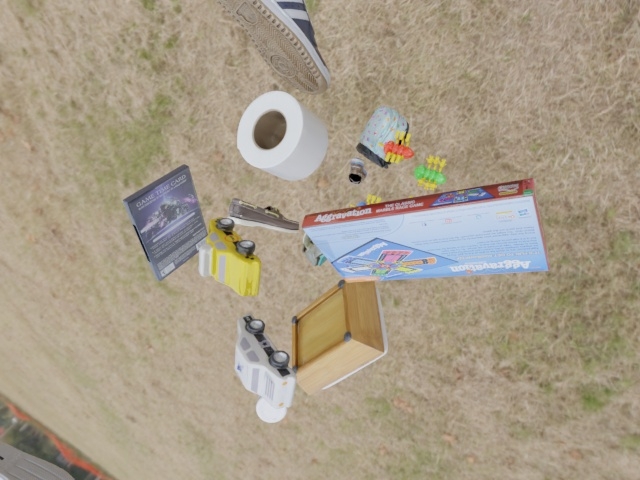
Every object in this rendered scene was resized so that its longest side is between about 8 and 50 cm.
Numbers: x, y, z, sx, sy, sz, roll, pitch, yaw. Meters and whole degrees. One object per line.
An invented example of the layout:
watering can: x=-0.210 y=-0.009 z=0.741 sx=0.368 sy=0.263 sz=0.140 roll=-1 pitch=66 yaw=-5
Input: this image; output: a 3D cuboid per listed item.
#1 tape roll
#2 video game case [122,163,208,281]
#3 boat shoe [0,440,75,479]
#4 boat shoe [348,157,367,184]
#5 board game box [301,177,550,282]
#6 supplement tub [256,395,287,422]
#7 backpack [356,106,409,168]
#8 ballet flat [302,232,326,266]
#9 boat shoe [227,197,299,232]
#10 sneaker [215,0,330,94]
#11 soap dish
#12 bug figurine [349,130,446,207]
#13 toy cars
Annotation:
tape roll: x=-0.119 y=-0.329 z=1.371 sx=0.246 sy=0.245 sz=0.169 roll=10 pitch=178 yaw=30
video game case: x=-0.404 y=-0.044 z=1.161 sx=0.026 sy=0.196 sz=0.274 roll=23 pitch=137 yaw=28
boat shoe: x=-0.607 y=0.498 z=0.834 sx=0.335 sy=0.119 sz=0.121 roll=32 pitch=-178 yaw=3
boat shoe: x=0.133 y=-0.247 z=1.606 sx=0.066 sy=0.066 sz=0.183 roll=14 pitch=170 yaw=15
board game box: x=0.130 y=0.001 z=0.552 sx=0.282 sy=0.027 sz=0.145 roll=-7 pitch=139 yaw=31
supplement tub: x=-0.109 y=0.362 z=0.990 sx=0.071 sy=0.107 sz=0.070 roll=0 pitch=101 yaw=-2
backpack: x=0.210 y=-0.353 z=1.439 sx=0.182 sy=0.115 sz=0.152 roll=-57 pitch=44 yaw=15
ballet flat: x=0.000 y=0.000 z=0.813 sx=0.068 sy=0.072 sz=0.213 roll=46 pitch=161 yaw=3
boat shoe: x=-0.212 y=-0.093 z=1.692 sx=0.325 sy=0.096 sz=0.117 roll=9 pitch=180 yaw=-36
sneaker: x=-0.056 y=-0.369 z=0.642 sx=0.282 sy=0.153 sz=0.099 roll=42 pitch=158 yaw=-32
soap dish: x=0.036 y=0.246 z=1.132 sx=0.118 sy=0.228 sz=0.291 roll=27 pitch=129 yaw=-29
bug figurine: x=0.217 y=-0.148 z=1.178 sx=0.216 sy=0.278 sz=0.072 roll=26 pitch=-178 yaw=23
toy cars: x=-0.158 y=0.129 z=0.805 sx=0.176 sy=0.087 sz=0.393 roll=-35 pitch=71 yaw=55
